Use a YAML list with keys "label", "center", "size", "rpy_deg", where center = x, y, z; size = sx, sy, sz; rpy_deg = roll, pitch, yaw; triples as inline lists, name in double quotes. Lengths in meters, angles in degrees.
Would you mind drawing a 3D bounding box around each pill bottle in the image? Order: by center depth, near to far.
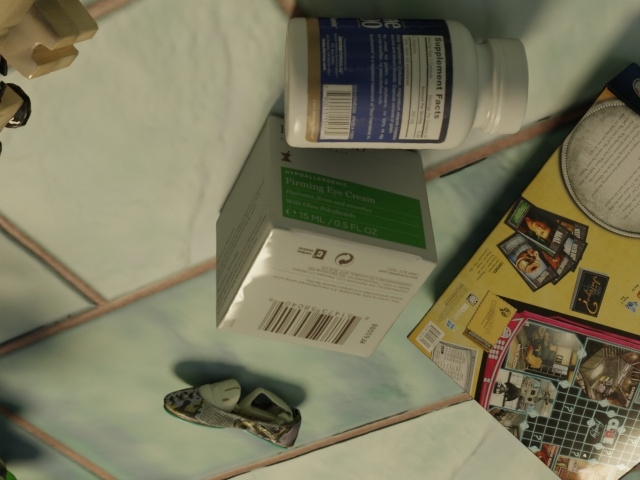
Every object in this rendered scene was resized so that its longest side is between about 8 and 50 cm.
- label: "pill bottle"
  center: [0.042, -0.080, 0.558]
  size: [0.120, 0.067, 0.067]
  rpy_deg: [0, 140, -5]

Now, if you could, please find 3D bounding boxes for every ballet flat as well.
- label: "ballet flat"
  center: [-0.062, 0.125, 0.821]
  size: [0.114, 0.041, 0.041]
  rpy_deg: [22, 134, -27]

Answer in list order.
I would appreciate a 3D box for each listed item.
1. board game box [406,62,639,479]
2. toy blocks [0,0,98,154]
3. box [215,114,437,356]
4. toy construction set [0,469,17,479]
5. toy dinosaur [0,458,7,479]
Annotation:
- label: "board game box"
  center: [0.174, 0.038, 0.652]
  size: [0.165, 0.042, 0.243]
  rpy_deg: [43, 135, 11]
- label: "toy blocks"
  center: [-0.223, -0.157, 0.373]
  size: [0.260, 0.309, 0.288]
  rpy_deg: [43, 114, -2]
- label: "box"
  center: [0.000, 0.000, 0.633]
  size: [0.101, 0.087, 0.102]
  rpy_deg: [12, 136, -18]
- label: "toy construction set"
  center: [-0.332, 0.264, 0.806]
  size: [0.327, 0.151, 0.215]
  rpy_deg: [-27, 166, 16]
- label: "toy dinosaur"
  center: [-0.278, 0.040, 0.634]
  size: [0.064, 0.118, 0.268]
  rpy_deg: [-22, 137, 21]
